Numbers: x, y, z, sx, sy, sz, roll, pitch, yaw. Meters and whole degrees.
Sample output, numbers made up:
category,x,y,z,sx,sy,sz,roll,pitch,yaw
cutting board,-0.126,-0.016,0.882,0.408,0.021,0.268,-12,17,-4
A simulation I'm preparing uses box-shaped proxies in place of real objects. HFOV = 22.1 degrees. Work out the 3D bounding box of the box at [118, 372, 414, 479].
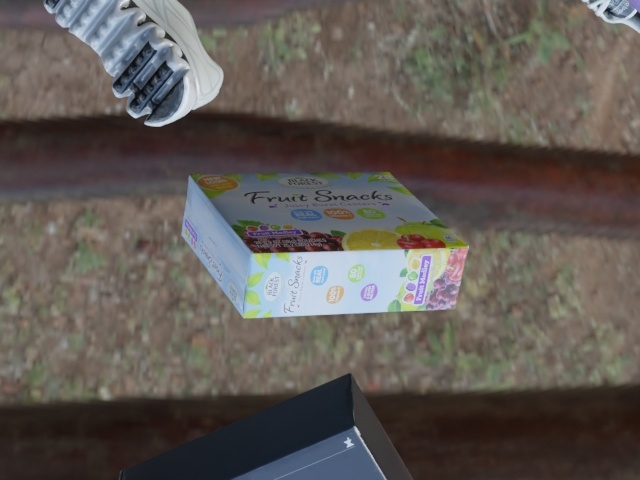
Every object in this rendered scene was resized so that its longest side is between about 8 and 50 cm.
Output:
category,x,y,z,sx,sy,sz,roll,pitch,yaw
box,-0.045,0.270,1.612,0.261,0.103,0.184,-24,119,11

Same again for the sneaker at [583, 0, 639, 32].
category,x,y,z,sx,sy,sz,roll,pitch,yaw
sneaker,0.305,-0.304,1.816,0.235,0.094,0.090,23,146,-26

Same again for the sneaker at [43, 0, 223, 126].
category,x,y,z,sx,sy,sz,roll,pitch,yaw
sneaker,-0.214,-0.256,1.787,0.110,0.118,0.292,-38,82,34

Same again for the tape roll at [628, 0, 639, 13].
category,x,y,z,sx,sy,sz,roll,pitch,yaw
tape roll,0.286,-0.258,1.218,0.189,0.189,0.080,-39,120,19

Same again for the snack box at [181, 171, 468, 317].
category,x,y,z,sx,sy,sz,roll,pitch,yaw
snack box,0.000,0.000,1.471,0.207,0.174,0.070,0,115,-23
